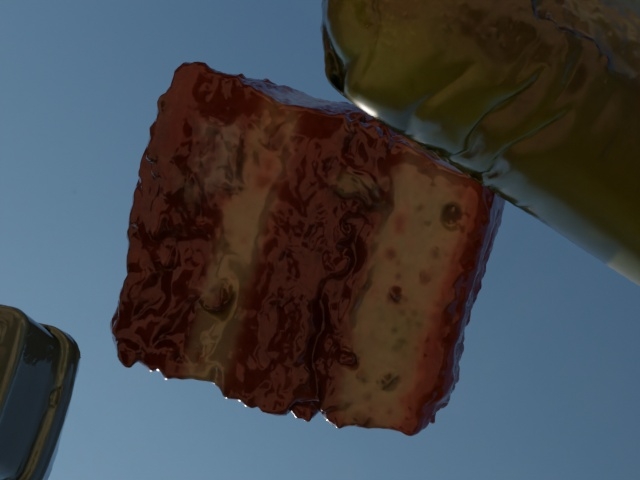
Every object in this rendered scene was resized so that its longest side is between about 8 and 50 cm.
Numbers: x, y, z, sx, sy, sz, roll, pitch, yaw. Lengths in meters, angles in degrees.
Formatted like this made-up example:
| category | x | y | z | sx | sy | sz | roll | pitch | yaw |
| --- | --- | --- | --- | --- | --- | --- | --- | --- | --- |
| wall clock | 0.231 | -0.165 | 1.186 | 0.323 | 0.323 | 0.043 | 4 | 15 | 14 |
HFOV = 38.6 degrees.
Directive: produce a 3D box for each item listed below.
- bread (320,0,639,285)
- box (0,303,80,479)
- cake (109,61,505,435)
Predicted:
| category | x | y | z | sx | sy | sz | roll | pitch | yaw |
| --- | --- | --- | --- | --- | --- | --- | --- | --- | --- |
| bread | 0.177 | -0.074 | 0.532 | 0.112 | 0.384 | 0.166 | -35 | -148 | 50 |
| box | -0.302 | 0.112 | 0.693 | 0.210 | 0.129 | 0.147 | 8 | -112 | 7 |
| cake | 0.000 | 0.000 | 0.860 | 0.320 | 0.270 | 0.269 | 16 | -80 | 7 |
